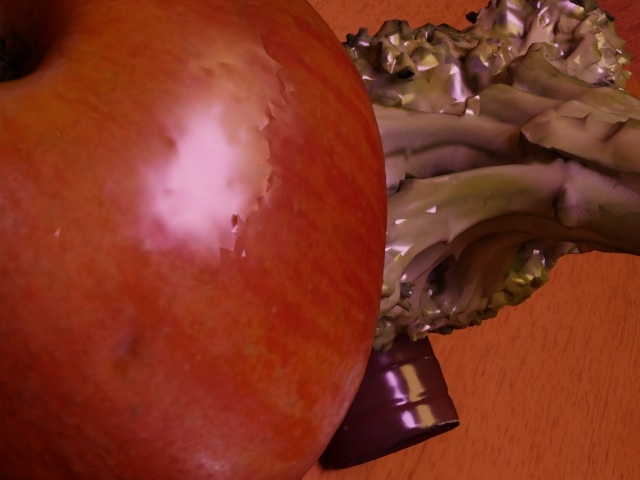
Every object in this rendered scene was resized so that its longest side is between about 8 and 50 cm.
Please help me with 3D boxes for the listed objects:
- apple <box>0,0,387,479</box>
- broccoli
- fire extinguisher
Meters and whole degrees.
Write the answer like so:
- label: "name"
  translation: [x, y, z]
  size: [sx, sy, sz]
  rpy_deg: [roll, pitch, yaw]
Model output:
- label: "apple"
  translation: [-0.121, -0.017, 0.614]
  size: [0.301, 0.301, 0.301]
  rpy_deg: [41, 35, -37]
- label: "broccoli"
  translation: [0.166, -0.049, 0.844]
  size: [0.275, 0.397, 0.353]
  rpy_deg: [56, 30, -39]
- label: "fire extinguisher"
  translation: [0.000, 0.000, 1.025]
  size: [0.138, 0.102, 0.344]
  rpy_deg: [90, -19, -75]
